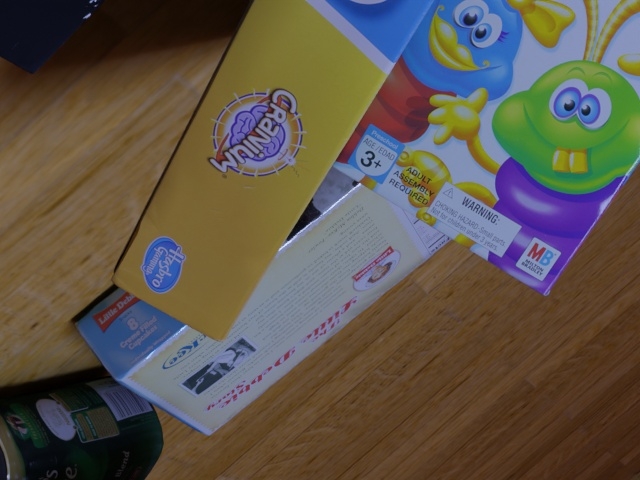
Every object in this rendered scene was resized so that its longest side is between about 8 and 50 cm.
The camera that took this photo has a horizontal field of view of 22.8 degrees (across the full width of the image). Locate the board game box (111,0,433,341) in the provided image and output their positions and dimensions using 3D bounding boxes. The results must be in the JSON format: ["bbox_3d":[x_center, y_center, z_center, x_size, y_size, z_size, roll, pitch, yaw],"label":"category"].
[{"bbox_3d":[0.025,-0.133,0.735,0.316,0.064,0.242,-57,-177,44],"label":"board game box"}]

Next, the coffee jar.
[{"bbox_3d":[-0.198,0.147,1.057,0.184,0.079,0.096,-5,140,-52],"label":"coffee jar"}]

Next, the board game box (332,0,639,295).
[{"bbox_3d":[0.143,-0.135,0.866,0.275,0.144,0.142,-59,179,24],"label":"board game box"}]

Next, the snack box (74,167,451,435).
[{"bbox_3d":[0.000,0.000,1.109,0.322,0.060,0.187,-39,156,0],"label":"snack box"}]

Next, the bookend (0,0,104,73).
[{"bbox_3d":[-0.121,-0.164,0.623,0.156,0.072,0.157,-44,155,9],"label":"bookend"}]
